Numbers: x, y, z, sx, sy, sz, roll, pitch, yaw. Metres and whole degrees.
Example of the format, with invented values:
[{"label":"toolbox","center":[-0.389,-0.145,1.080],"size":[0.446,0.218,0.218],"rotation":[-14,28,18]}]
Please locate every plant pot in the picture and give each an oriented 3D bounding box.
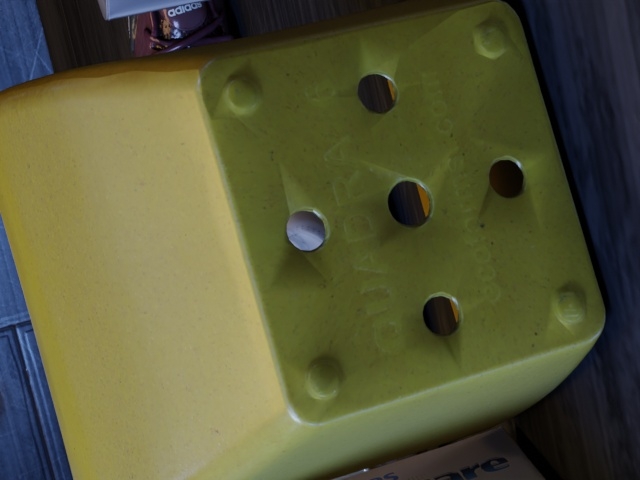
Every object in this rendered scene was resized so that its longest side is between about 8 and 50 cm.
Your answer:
[{"label":"plant pot","center":[0.000,0.000,0.774],"size":[0.187,0.212,0.212],"rotation":[-21,84,65]}]

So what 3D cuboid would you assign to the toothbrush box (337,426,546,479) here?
[{"label":"toothbrush box","center":[0.093,0.250,0.800],"size":[0.295,0.126,0.216],"rotation":[-126,22,-63]}]

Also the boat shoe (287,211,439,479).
[{"label":"boat shoe","center":[0.002,0.116,1.052],"size":[0.113,0.103,0.302],"rotation":[23,134,51]}]

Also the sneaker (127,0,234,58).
[{"label":"sneaker","center":[-0.094,-0.109,1.286],"size":[0.281,0.106,0.162],"rotation":[-124,25,-60]}]

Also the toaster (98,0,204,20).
[{"label":"toaster","center":[-0.103,-0.244,1.132],"size":[0.185,0.110,0.168],"rotation":[108,146,-70]}]
